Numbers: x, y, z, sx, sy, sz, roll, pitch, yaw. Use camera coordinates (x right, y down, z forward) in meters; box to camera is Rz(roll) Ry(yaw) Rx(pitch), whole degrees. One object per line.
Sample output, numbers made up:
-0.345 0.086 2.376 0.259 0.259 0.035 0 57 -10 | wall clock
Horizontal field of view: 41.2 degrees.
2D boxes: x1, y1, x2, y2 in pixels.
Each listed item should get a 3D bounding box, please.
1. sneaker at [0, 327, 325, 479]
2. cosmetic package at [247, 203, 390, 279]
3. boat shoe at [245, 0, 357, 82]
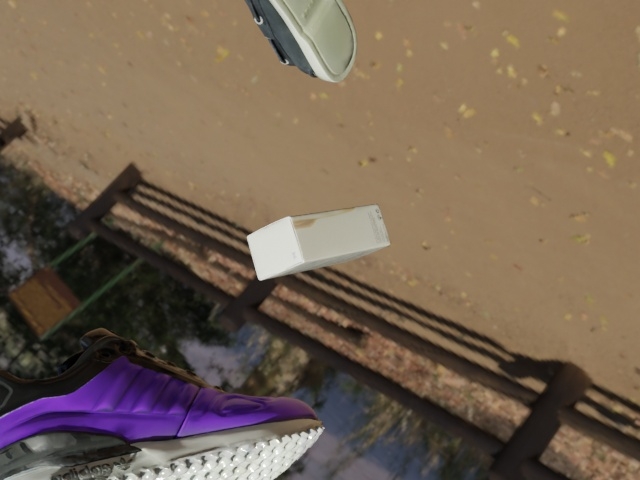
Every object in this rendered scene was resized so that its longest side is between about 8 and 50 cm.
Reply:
-0.130 0.129 0.659 0.102 0.293 0.146 -53 53 33 | sneaker
0.000 0.000 0.736 0.060 0.115 0.041 -23 81 41 | cosmetic package
-0.062 -0.339 1.066 0.113 0.127 0.340 15 157 34 | boat shoe
